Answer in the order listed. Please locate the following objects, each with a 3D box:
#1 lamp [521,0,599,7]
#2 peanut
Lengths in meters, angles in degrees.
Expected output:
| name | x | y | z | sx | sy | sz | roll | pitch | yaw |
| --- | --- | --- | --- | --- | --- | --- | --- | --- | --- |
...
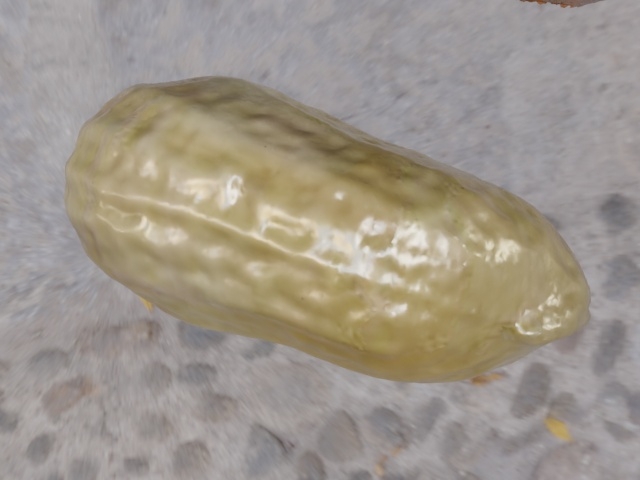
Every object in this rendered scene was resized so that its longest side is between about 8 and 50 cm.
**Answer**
| name | x | y | z | sx | sy | sz | roll | pitch | yaw |
| --- | --- | --- | --- | --- | --- | --- | --- | --- | --- |
| lamp | 0.126 | -0.187 | 0.853 | 0.136 | 0.136 | 0.136 | 0 | 90 | -7 |
| peanut | -0.002 | 0.000 | 1.022 | 0.340 | 0.174 | 0.158 | 21 | 73 | 20 |
